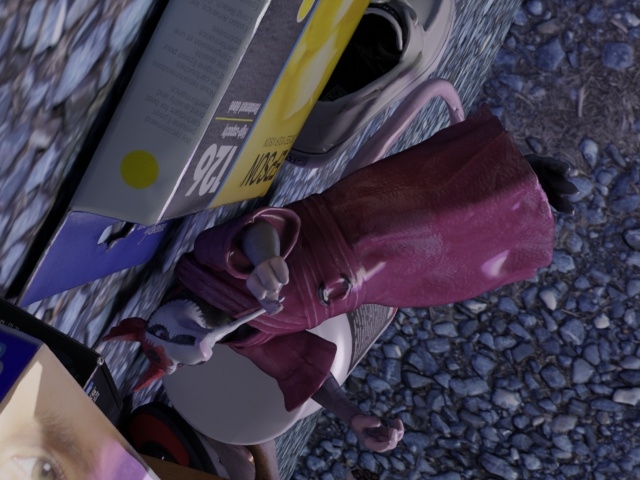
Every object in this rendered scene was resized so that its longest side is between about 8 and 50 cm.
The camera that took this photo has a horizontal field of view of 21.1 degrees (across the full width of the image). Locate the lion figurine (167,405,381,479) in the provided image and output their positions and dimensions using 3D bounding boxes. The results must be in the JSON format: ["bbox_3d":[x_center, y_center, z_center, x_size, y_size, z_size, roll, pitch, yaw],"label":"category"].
[{"bbox_3d":[-0.079,0.256,1.632,0.392,0.142,0.240,-128,-129,-62],"label":"lion figurine"}]

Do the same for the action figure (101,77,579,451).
[{"bbox_3d":[0.000,0.000,1.333,0.370,0.275,0.248,-20,139,-10],"label":"action figure"}]

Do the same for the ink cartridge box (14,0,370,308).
[{"bbox_3d":[-0.059,-0.092,1.121,0.307,0.072,0.303,-64,174,9],"label":"ink cartridge box"}]

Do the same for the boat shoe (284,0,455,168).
[{"bbox_3d":[0.043,-0.169,1.457,0.267,0.096,0.088,-44,169,-37],"label":"boat shoe"}]

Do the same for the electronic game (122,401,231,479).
[{"bbox_3d":[-0.123,0.256,1.542,0.048,0.229,0.229,-16,150,-26],"label":"electronic game"}]

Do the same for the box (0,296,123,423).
[{"bbox_3d":[-0.199,0.140,1.008,0.180,0.077,0.147,-59,173,-16],"label":"box"}]

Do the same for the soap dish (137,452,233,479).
[{"bbox_3d":[-0.154,0.258,1.285,0.291,0.229,0.118,109,-4,-55],"label":"soap dish"}]

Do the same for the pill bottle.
[{"bbox_3d":[-0.034,0.069,1.564,0.161,0.161,0.283,-63,172,21],"label":"pill bottle"}]

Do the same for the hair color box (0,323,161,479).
[{"bbox_3d":[-0.214,0.215,0.799,0.339,0.110,0.185,-59,143,-24],"label":"hair color box"}]
